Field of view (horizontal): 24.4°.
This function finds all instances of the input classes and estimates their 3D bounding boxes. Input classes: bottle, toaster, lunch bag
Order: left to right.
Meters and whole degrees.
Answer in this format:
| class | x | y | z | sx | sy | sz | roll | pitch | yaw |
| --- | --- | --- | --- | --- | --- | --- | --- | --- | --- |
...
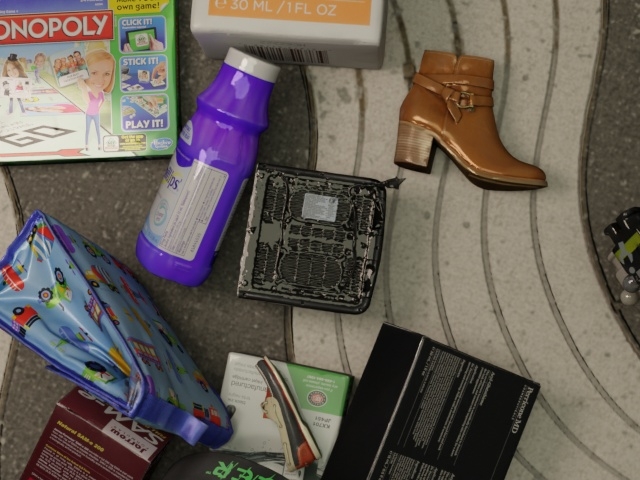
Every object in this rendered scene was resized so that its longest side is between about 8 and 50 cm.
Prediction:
| class | x | y | z | sx | sy | sz | roll | pitch | yaw |
| --- | --- | --- | --- | --- | --- | --- | --- | --- | --- |
| lunch bag | -0.222 | 0.127 | 1.678 | 0.293 | 0.221 | 0.138 | 40 | 89 | 29 |
| bottle | -0.131 | -0.089 | 1.765 | 0.092 | 0.118 | 0.282 | 20 | 101 | -20 |
| toaster | 0.000 | 0.000 | 1.779 | 0.186 | 0.110 | 0.168 | 8 | 86 | 4 |

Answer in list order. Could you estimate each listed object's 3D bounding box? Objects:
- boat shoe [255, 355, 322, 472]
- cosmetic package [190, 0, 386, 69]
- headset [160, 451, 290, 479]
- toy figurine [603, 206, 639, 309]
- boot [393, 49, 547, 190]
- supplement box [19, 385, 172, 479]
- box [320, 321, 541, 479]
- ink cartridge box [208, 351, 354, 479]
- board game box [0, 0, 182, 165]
| class | x | y | z | sx | sy | sz | roll | pitch | yaw |
| --- | --- | --- | --- | --- | --- | --- | --- | --- | --- |
| boat shoe | -0.045 | 0.200 | 1.710 | 0.043 | 0.049 | 0.137 | -26 | 88 | 3 |
| cosmetic package | -0.019 | -0.449 | 1.791 | 0.230 | 0.161 | 0.453 | 4 | 85 | 3 |
| headset | -0.095 | 0.396 | 1.633 | 0.243 | 0.394 | 0.185 | 25 | 51 | 13 |
| toy figurine | 0.443 | 0.017 | 1.703 | 0.210 | 0.213 | 0.148 | -31 | 71 | -1 |
| boot | 0.195 | -0.146 | 1.802 | 0.197 | 0.073 | 0.152 | 15 | 82 | 1 |
| supplement box | -0.286 | 0.297 | 1.740 | 0.130 | 0.073 | 0.239 | 32 | 116 | 5 |
| box | 0.118 | 0.251 | 1.720 | 0.184 | 0.103 | 0.261 | 24 | 86 | -27 |
| ink cartridge box | -0.055 | 0.249 | 1.774 | 0.153 | 0.087 | 0.208 | 11 | 87 | 4 |
| board game box | -0.334 | -0.202 | 1.845 | 0.317 | 0.046 | 0.213 | -3 | 86 | 3 |
